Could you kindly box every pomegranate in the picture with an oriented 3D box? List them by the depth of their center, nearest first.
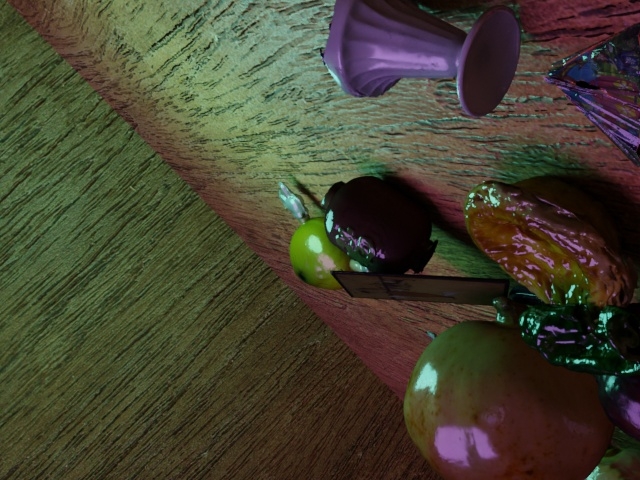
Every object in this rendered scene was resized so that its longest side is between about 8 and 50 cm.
[{"bbox_3d":[0.365,0.306,1.522,0.411,0.411,0.411,39,167,11],"label":"pomegranate"}]

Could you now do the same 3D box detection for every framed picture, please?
[{"bbox_3d":[0.207,0.098,1.583,0.339,0.014,0.255,2,166,12],"label":"framed picture"}]

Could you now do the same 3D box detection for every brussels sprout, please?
[{"bbox_3d":[0.690,0.592,1.777,0.344,0.344,0.268,57,-166,-50],"label":"brussels sprout"}]

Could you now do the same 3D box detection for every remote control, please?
[{"bbox_3d":[0.416,0.109,1.484,0.043,0.027,0.152,51,163,-20],"label":"remote control"}]

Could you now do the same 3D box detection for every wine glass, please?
[{"bbox_3d":[0.125,-0.231,0.944,0.196,0.165,0.165,27,161,35],"label":"wine glass"}]

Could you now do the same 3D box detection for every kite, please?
[{"bbox_3d":[0.330,-0.164,0.881,0.183,0.014,0.241,32,163,30],"label":"kite"}]

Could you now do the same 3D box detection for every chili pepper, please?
[{"bbox_3d":[0.367,0.140,1.091,0.099,0.083,0.253,67,164,-5],"label":"chili pepper"}]

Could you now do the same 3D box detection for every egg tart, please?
[{"bbox_3d":[0.341,-0.005,1.144,0.295,0.116,0.295,38,168,9],"label":"egg tart"}]

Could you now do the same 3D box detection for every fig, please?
[{"bbox_3d":[0.511,0.205,1.138,0.263,0.224,0.224,36,166,25],"label":"fig"}]

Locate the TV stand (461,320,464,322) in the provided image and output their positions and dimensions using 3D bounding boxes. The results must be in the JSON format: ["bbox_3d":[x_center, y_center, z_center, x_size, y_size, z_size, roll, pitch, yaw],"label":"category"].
[{"bbox_3d":[0.420,0.242,1.863,0.049,0.040,0.256,47,165,-24],"label":"TV stand"}]

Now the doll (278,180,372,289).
[{"bbox_3d":[0.025,0.017,2.038,0.423,0.161,0.348,27,148,43],"label":"doll"}]

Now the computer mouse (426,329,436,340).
[{"bbox_3d":[0.422,0.325,2.037,0.379,0.090,0.167,38,167,39],"label":"computer mouse"}]

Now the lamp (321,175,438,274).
[{"bbox_3d":[0.110,-0.026,1.575,0.258,0.180,0.180,34,165,21],"label":"lamp"}]
